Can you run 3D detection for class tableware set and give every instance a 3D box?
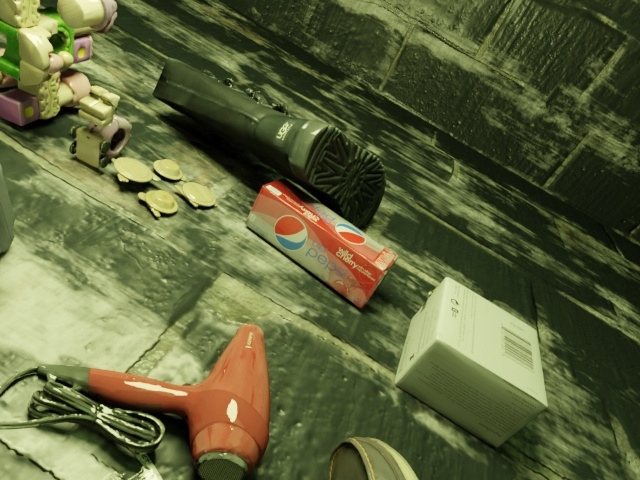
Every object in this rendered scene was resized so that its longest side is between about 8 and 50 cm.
[{"bbox_3d":[-0.271,-0.099,0.790,0.141,0.020,0.169,45,28,15],"label":"tableware set"}]

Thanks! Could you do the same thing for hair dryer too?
[{"bbox_3d":[-0.154,0.160,0.465,0.224,0.080,0.294,43,33,22],"label":"hair dryer"}]

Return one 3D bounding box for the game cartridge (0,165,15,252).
[{"bbox_3d":[-0.470,-0.069,0.424,0.295,0.196,0.060,16,58,-22],"label":"game cartridge"}]

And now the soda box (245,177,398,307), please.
[{"bbox_3d":[0.000,0.000,0.807,0.263,0.092,0.083,35,28,11],"label":"soda box"}]

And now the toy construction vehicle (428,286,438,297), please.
[{"bbox_3d":[0.268,0.136,0.888,0.086,0.035,0.098,19,33,-18],"label":"toy construction vehicle"}]

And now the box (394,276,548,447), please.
[{"bbox_3d":[0.237,0.184,0.713,0.182,0.119,0.181,31,31,3],"label":"box"}]

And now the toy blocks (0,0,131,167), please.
[{"bbox_3d":[-0.419,-0.343,0.767,0.309,0.288,0.260,26,37,0],"label":"toy blocks"}]

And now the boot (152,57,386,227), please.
[{"bbox_3d":[-0.103,-0.211,0.981,0.446,0.146,0.367,28,-5,30],"label":"boot"}]

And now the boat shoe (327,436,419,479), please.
[{"bbox_3d":[0.024,0.314,0.343,0.131,0.132,0.355,21,31,-15],"label":"boat shoe"}]
